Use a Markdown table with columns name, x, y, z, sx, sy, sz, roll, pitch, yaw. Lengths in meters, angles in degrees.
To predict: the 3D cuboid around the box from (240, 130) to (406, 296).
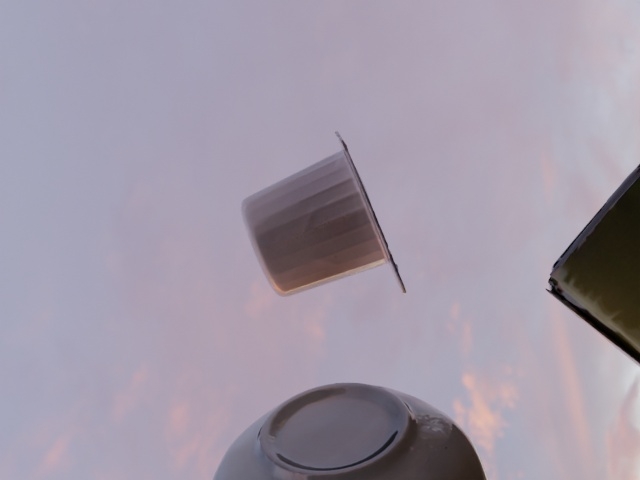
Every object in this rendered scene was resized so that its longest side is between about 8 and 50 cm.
| name | x | y | z | sx | sy | sz | roll | pitch | yaw |
| --- | --- | --- | --- | --- | --- | --- | --- | --- | --- |
| box | 0.000 | 0.000 | 1.308 | 0.262 | 0.206 | 0.291 | 59 | -170 | -64 |

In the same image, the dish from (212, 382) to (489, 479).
| name | x | y | z | sx | sy | sz | roll | pitch | yaw |
| --- | --- | --- | --- | --- | --- | --- | --- | --- | --- |
| dish | 0.021 | 0.207 | 0.687 | 0.256 | 0.256 | 0.117 | -34 | -57 | -44 |

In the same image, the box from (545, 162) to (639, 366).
| name | x | y | z | sx | sy | sz | roll | pitch | yaw |
| --- | --- | --- | --- | --- | --- | --- | --- | --- | --- |
| box | 0.404 | 0.115 | 0.760 | 0.138 | 0.373 | 0.420 | -50 | -16 | 8 |
